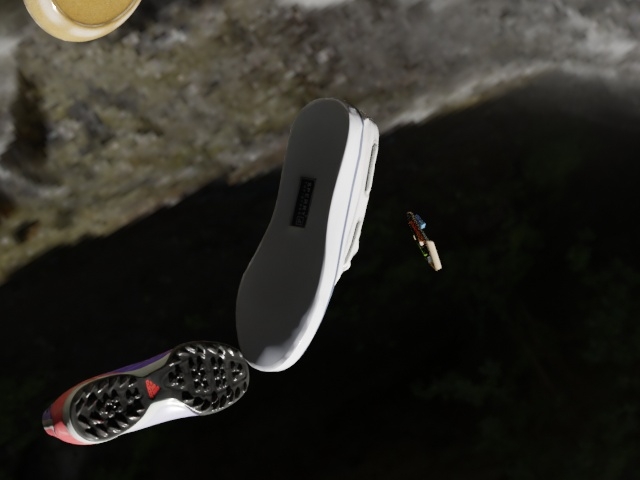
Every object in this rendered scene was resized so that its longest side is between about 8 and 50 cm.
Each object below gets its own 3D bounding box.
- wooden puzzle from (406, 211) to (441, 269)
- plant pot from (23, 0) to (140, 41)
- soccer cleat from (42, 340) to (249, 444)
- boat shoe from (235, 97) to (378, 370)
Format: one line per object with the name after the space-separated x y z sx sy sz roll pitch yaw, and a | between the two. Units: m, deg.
0.148 0.002 2.143 0.014 0.116 0.078 -29 -139 -6 | wooden puzzle
-0.315 -0.388 2.048 0.032 0.236 0.236 22 -137 39 | plant pot
-0.245 0.216 2.106 0.318 0.108 0.116 -15 180 -40 | soccer cleat
0.000 0.000 1.368 0.084 0.095 0.258 15 95 -54 | boat shoe
